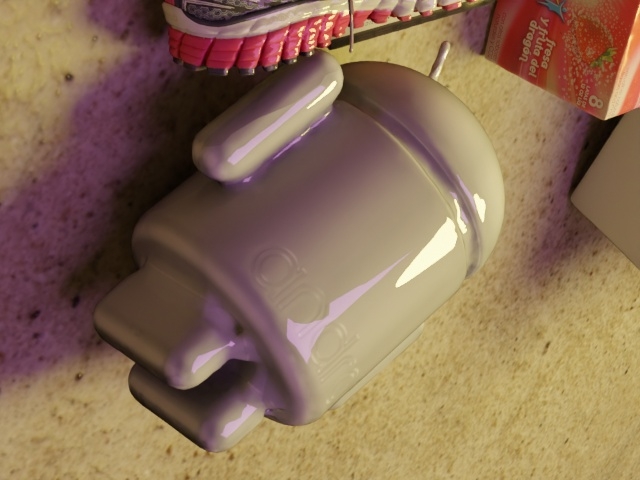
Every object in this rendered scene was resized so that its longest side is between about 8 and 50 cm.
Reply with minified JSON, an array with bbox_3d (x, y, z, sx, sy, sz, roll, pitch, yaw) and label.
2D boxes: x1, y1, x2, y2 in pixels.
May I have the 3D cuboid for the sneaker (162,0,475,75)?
[{"bbox_3d":[0.026,-0.210,1.080,0.299,0.121,0.112,-24,121,-28],"label":"sneaker"}]

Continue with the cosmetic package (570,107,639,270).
[{"bbox_3d":[0.550,-0.097,1.606,0.394,0.329,0.327,-22,151,-40],"label":"cosmetic package"}]

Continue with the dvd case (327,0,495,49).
[{"bbox_3d":[0.078,-0.261,1.180,0.165,0.018,0.221,-20,135,-25],"label":"dvd case"}]

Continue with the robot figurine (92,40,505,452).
[{"bbox_3d":[0.000,0.000,1.170,0.353,0.200,0.300,-42,138,-21],"label":"robot figurine"}]

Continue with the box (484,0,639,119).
[{"bbox_3d":[0.270,-0.276,1.329,0.154,0.142,0.300,-21,133,-43],"label":"box"}]
